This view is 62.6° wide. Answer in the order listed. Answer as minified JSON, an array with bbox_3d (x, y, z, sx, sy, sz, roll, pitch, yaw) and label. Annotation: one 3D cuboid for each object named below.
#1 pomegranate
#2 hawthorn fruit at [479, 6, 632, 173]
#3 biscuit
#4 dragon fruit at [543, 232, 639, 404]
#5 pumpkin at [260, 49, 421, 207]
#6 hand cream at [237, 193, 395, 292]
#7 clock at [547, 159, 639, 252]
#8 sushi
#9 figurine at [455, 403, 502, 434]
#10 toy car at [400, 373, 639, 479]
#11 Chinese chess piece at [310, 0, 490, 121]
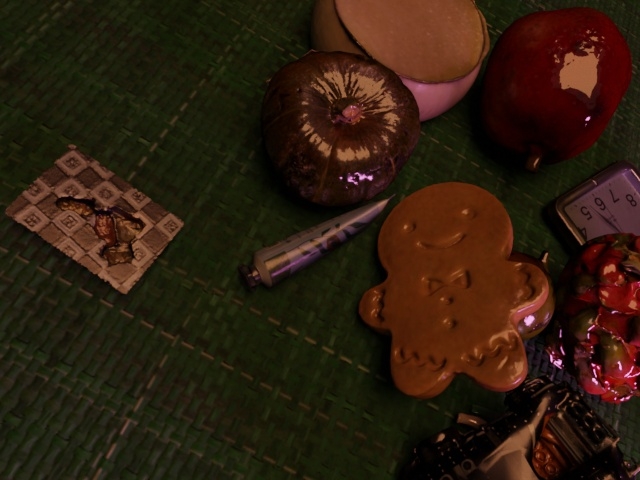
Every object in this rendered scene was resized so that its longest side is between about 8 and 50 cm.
[{"bbox_3d":[0.268,0.093,0.834,0.220,0.156,0.156,-12,72,-13],"label":"pomegranate"},{"bbox_3d":[0.428,-0.271,0.991,0.265,0.265,0.307,25,81,-8],"label":"hawthorn fruit"},{"bbox_3d":[0.189,0.056,0.788,0.275,0.052,0.355,-9,55,23],"label":"biscuit"},{"bbox_3d":[0.485,0.128,0.836,0.231,0.303,0.237,16,35,19],"label":"dragon fruit"},{"bbox_3d":[0.031,-0.178,0.827,0.260,0.189,0.261,1,76,-4],"label":"pumpkin"},{"bbox_3d":[0.000,0.000,0.817,0.271,0.091,0.058,-27,74,-23],"label":"hand cream"},{"bbox_3d":[0.606,-0.007,1.050,0.273,0.049,0.279,-26,79,-26],"label":"clock"},{"bbox_3d":[-0.316,-0.029,0.746,0.201,0.031,0.139,36,61,-6],"label":"sushi"},{"bbox_3d":[0.293,0.309,0.805,0.187,0.083,0.083,16,63,3],"label":"figurine"},{"bbox_3d":[0.253,0.318,0.714,0.301,0.118,0.193,-30,62,1],"label":"toy car"},{"bbox_3d":[0.148,-0.388,1.000,0.337,0.140,0.338,7,66,-15],"label":"Chinese chess piece"}]
